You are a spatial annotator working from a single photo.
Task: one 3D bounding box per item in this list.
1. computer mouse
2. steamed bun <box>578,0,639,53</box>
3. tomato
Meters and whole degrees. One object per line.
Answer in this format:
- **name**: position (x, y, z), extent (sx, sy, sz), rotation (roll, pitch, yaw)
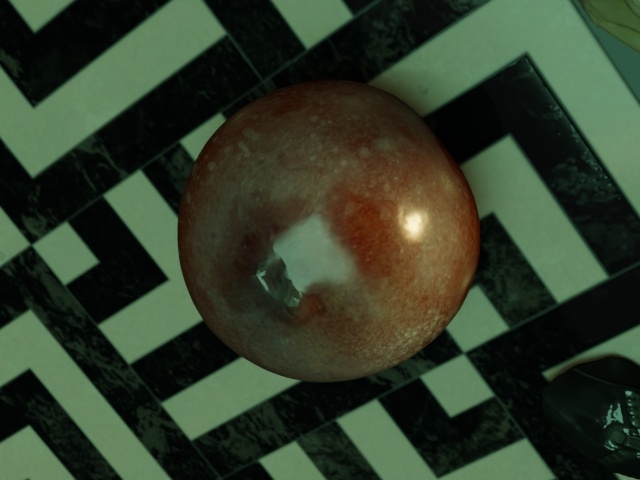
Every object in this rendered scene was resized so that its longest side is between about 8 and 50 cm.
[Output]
- **computer mouse**: position (0.302, 0.177, 1.149), extent (0.192, 0.062, 0.106), rotation (18, 119, 10)
- **steamed bun**: position (0.337, -0.233, 0.811), extent (0.346, 0.237, 0.394), rotation (-28, 117, 17)
- **tomato**: position (0.000, 0.000, 1.064), extent (0.270, 0.227, 0.270), rotation (7, 114, 15)
